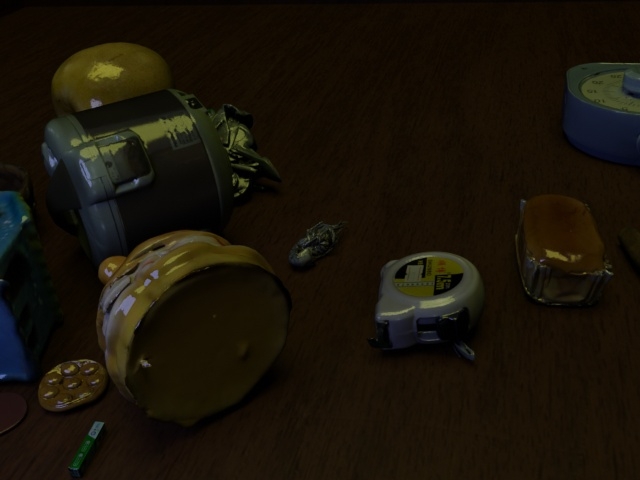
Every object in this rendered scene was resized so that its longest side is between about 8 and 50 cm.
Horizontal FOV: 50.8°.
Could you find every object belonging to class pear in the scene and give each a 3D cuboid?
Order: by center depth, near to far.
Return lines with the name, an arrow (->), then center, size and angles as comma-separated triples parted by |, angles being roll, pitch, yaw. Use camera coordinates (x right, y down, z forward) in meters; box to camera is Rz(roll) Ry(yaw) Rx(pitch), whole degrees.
pear -> -0.512, -0.348, 1.707 | 0.315, 0.314, 0.314 | -4, 33, 2

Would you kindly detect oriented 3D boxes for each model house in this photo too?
model house -> -0.557, 0.071, 1.134 | 0.216, 0.237, 0.303 | -5, 31, -2

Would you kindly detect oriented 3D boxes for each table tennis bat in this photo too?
table tennis bat -> -0.519, 0.278, 1.009 | 0.157, 0.013, 0.087 | -24, 40, -29

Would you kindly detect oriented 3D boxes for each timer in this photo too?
timer -> 0.772, -0.315, 1.596 | 0.395, 0.173, 0.395 | -3, 33, 2

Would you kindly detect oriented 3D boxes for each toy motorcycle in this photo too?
toy motorcycle -> -0.214, -0.218, 1.587 | 0.173, 0.108, 0.307 | -29, 61, -6

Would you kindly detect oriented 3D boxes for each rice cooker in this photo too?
rice cooker -> -0.363, -0.111, 1.309 | 0.325, 0.335, 0.335 | -21, 36, -24

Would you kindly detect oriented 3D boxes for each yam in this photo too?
yam -> 0.579, 0.078, 1.135 | 0.045, 0.045, 0.326 | -22, 30, 15

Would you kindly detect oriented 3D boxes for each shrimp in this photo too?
shrimp -> 0.000, 0.000, 1.324 | 0.165, 0.056, 0.065 | -37, 28, -25

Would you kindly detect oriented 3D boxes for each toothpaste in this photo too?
toothpaste -> -0.327, 0.293, 0.950 | 0.017, 0.020, 0.083 | 4, 34, 10

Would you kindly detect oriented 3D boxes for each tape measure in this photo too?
tape measure -> 0.180, 0.102, 1.108 | 0.179, 0.105, 0.196 | -2, 31, 18

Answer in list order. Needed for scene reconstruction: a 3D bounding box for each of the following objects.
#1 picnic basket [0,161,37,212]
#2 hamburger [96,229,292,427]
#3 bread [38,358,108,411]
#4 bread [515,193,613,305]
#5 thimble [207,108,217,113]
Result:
picnic basket -> -0.776, -0.122, 1.382 | 0.337, 0.337, 0.293 | -8, 33, -4
hamburger -> -0.208, 0.107, 1.006 | 0.276, 0.276, 0.237 | -24, 35, -27
bread -> -0.387, 0.226, 1.057 | 0.110, 0.024, 0.110 | -4, 34, 3
bread -> 0.427, 0.008, 1.209 | 0.136, 0.107, 0.241 | 4, 34, 9
thimble -> -0.292, -0.273, 1.730 | 0.090, 0.118, 0.130 | -15, 7, -8
